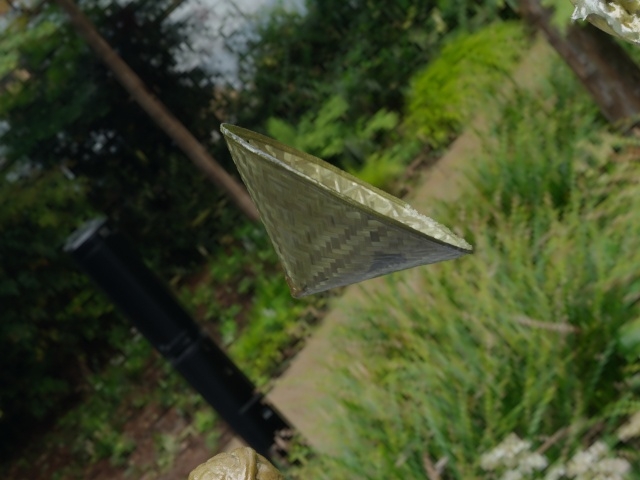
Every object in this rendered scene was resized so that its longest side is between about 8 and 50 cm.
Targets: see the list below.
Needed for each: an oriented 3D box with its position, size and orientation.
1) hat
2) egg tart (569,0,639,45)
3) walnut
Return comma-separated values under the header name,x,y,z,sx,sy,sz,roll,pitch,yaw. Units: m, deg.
name,x,y,z,sx,sy,sz,roll,pitch,yaw
hat,0.000,0.000,0.672,0.067,0.146,0.146,-63,7,7
egg tart,0.256,-0.213,0.781,0.252,0.232,0.098,-31,-3,21
walnut,-0.078,0.244,1.211,0.105,0.105,0.124,-44,0,-7
